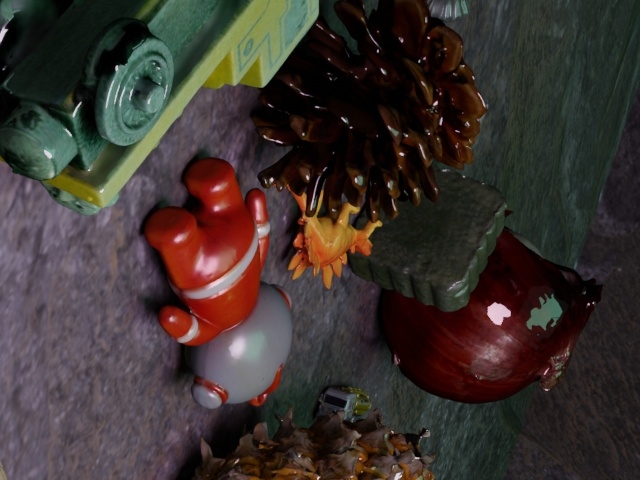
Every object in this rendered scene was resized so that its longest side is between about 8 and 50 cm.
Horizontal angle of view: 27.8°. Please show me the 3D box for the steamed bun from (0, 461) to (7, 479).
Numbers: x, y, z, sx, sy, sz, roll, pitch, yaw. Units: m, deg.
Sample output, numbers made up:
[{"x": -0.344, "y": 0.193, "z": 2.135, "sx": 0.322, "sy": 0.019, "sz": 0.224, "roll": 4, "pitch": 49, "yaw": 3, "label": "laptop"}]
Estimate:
[{"x": -0.307, "y": 0.200, "z": 0.969, "sx": 0.155, "sy": 0.141, "sz": 0.172, "roll": -35, "pitch": 145, "yaw": -77, "label": "steamed bun"}]

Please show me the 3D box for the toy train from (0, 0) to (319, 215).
[{"x": -0.133, "y": -0.162, "z": 1.057, "sx": 0.369, "sy": 0.150, "sz": 0.237, "roll": -56, "pitch": 161, "yaw": -29, "label": "toy train"}]

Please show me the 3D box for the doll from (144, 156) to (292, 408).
[{"x": -0.101, "y": 0.068, "z": 1.389, "sx": 0.200, "sy": 0.105, "sz": 0.336, "roll": -57, "pitch": 147, "yaw": -33, "label": "doll"}]

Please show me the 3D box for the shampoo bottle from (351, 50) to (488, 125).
[{"x": 0.108, "y": -0.172, "z": 1.546, "sx": 0.074, "sy": 0.192, "sz": 0.074, "roll": -52, "pitch": 152, "yaw": -42, "label": "shampoo bottle"}]

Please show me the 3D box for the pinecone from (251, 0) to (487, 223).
[{"x": 0.047, "y": -0.131, "z": 1.379, "sx": 0.264, "sy": 0.264, "sz": 0.264, "roll": -50, "pitch": 151, "yaw": -42, "label": "pinecone"}]

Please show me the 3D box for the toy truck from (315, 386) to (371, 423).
[{"x": 0.037, "y": 0.248, "z": 1.928, "sx": 0.123, "sy": 0.052, "sz": 0.063, "roll": 27, "pitch": 79, "yaw": -70, "label": "toy truck"}]

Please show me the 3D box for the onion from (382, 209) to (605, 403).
[{"x": 0.242, "y": 0.099, "z": 1.978, "sx": 0.341, "sy": 0.341, "sz": 0.341, "roll": -50, "pitch": 151, "yaw": -42, "label": "onion"}]

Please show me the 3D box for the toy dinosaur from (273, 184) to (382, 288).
[{"x": 0.000, "y": 0.000, "z": 1.612, "sx": 0.288, "sy": 0.070, "sz": 0.117, "roll": 25, "pitch": 85, "yaw": -64, "label": "toy dinosaur"}]

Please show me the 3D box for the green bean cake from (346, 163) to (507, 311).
[{"x": 0.149, "y": -0.010, "z": 1.797, "sx": 0.185, "sy": 0.183, "sz": 0.094, "roll": -62, "pitch": 159, "yaw": -22, "label": "green bean cake"}]

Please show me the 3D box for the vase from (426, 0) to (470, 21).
[{"x": 0.174, "y": -0.361, "z": 1.709, "sx": 0.081, "sy": 0.081, "sz": 0.149, "roll": -51, "pitch": 155, "yaw": -40, "label": "vase"}]

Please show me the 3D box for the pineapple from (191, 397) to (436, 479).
[{"x": -0.016, "y": 0.365, "z": 1.533, "sx": 0.300, "sy": 0.352, "sz": 0.352, "roll": 0, "pitch": 108, "yaw": -60, "label": "pineapple"}]
